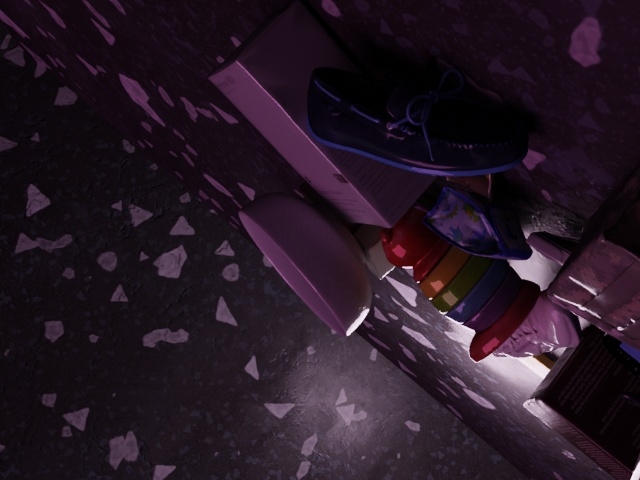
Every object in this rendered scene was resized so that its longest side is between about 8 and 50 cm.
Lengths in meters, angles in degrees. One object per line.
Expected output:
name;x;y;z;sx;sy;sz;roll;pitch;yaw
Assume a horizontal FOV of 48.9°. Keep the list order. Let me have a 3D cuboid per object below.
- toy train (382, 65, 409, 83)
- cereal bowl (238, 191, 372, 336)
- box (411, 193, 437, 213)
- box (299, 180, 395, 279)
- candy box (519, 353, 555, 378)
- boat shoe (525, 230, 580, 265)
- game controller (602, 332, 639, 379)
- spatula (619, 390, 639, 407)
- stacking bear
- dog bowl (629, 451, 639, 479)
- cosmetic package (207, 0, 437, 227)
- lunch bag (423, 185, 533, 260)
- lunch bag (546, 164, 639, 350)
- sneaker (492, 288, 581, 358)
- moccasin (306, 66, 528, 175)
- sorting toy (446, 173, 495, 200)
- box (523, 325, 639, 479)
toy train;0.154;-0.211;1.064;0.158;0.036;0.027;38;167;11
cereal bowl;-0.010;0.029;1.451;0.339;0.141;0.339;48;169;12
box;0.220;-0.044;1.450;0.116;0.029;0.162;36;169;21
box;0.086;-0.054;1.508;0.232;0.127;0.148;44;169;32
candy box;0.499;0.273;1.717;0.206;0.027;0.105;38;169;13
boat shoe;0.415;0.026;1.042;0.219;0.070;0.078;28;-175;29
game controller;0.551;0.171;1.139;0.166;0.067;0.319;35;165;23
spatula;0.660;0.311;1.218;0.297;0.030;0.084;16;165;-1
stacking bear;0.238;0.054;1.292;0.289;0.175;0.164;38;146;3
dog bowl;0.572;0.236;0.792;0.408;0.150;0.408;9;164;3
cosmetic package;0.006;-0.208;1.234;0.385;0.156;0.217;44;169;-17
lunch bag;0.268;-0.019;1.159;0.151;0.096;0.129;42;-159;30
lunch bag;0.451;0.057;0.834;0.287;0.169;0.235;32;165;12
sneaker;0.406;0.179;1.365;0.305;0.152;0.114;80;173;-69
moccasin;0.118;-0.174;0.990;0.342;0.137;0.116;12;130;26
sorting toy;0.246;-0.115;1.122;0.083;0.045;0.075;31;157;30
box;0.605;0.356;1.332;0.381;0.191;0.143;39;167;13
